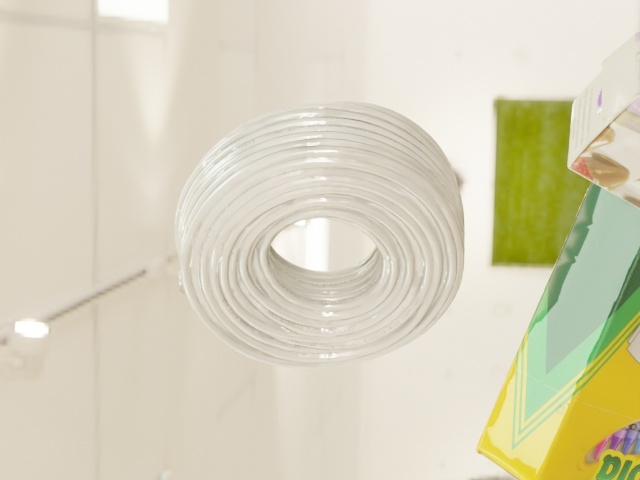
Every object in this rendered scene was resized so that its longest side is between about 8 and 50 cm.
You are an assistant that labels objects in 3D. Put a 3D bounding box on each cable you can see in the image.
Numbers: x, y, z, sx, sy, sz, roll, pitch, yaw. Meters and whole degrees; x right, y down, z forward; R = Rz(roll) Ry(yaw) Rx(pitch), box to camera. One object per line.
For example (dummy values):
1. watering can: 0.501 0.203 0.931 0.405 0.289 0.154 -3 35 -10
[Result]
1. cable: 0.000 0.000 1.160 0.089 0.257 0.257 -90 4 -51

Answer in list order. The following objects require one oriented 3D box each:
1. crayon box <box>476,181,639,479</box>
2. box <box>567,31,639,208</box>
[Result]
1. crayon box: 0.372 0.137 1.439 0.363 0.106 0.313 20 -86 -40
2. box: 0.286 -0.003 0.736 0.063 0.324 0.067 -51 15 42
